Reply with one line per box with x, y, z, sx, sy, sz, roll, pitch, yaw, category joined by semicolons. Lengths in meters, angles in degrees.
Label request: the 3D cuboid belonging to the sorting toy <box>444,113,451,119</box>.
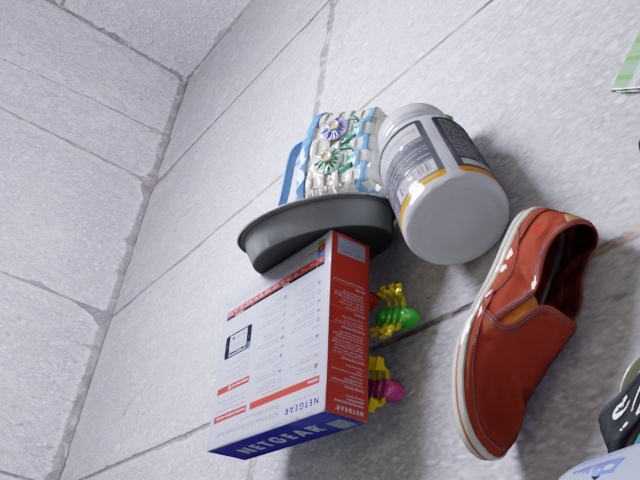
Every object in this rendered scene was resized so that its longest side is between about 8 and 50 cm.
0.201;-0.223;1.309;0.061;0.042;0.102;-61;27;2;sorting toy

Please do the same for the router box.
-0.058;0.185;1.159;0.335;0.082;0.301;-32;45;44;router box

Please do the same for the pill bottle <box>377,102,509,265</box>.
0.181;-0.102;1.100;0.162;0.162;0.278;-49;28;24;pill bottle

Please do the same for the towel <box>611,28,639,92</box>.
0.460;-0.241;0.891;0.113;0.023;0.152;-62;24;-4;towel

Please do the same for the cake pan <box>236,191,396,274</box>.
0.000;0.000;1.224;0.293;0.293;0.054;-33;62;45;cake pan

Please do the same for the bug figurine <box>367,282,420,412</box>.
0.070;0.186;1.122;0.216;0.072;0.279;-13;56;55;bug figurine

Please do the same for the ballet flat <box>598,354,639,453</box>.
0.362;0.100;0.668;0.280;0.095;0.096;-56;15;13;ballet flat

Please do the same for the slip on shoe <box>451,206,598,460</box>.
0.251;0.106;0.838;0.101;0.123;0.331;-1;60;56;slip on shoe

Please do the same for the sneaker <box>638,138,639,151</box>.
0.486;-0.160;0.684;0.330;0.122;0.146;-26;26;52;sneaker

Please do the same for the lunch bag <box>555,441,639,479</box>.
0.288;0.249;0.412;0.328;0.239;0.385;-43;10;37;lunch bag

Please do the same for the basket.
0.027;-0.129;1.353;0.289;0.201;0.255;-20;48;41;basket
